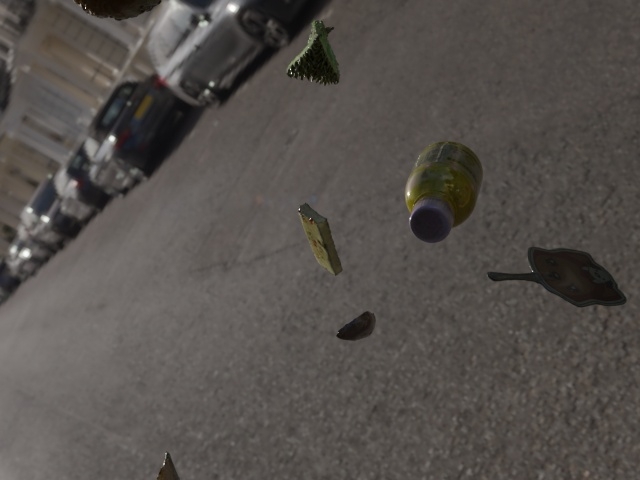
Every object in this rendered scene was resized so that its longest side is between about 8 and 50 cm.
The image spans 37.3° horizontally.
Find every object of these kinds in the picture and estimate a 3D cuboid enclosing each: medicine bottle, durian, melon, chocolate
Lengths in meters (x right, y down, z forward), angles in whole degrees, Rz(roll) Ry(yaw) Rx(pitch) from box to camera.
[{"bbox_3d":[0.200,-0.074,1.580,0.122,0.122,0.212,-50,6,32],"label":"medicine bottle"},{"bbox_3d":[-0.001,-0.303,1.532,0.215,0.086,0.100,-78,5,-74],"label":"durian"},{"bbox_3d":[-0.233,0.388,1.405,0.054,0.098,0.182,-14,10,5],"label":"melon"},{"bbox_3d":[0.063,0.144,1.527,0.064,0.031,0.100,-36,-12,4],"label":"chocolate"}]

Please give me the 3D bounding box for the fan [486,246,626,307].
[{"bbox_3d":[0.318,0.050,1.305,0.132,0.220,0.009,59,139,45],"label":"fan"}]

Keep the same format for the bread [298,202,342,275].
[{"bbox_3d":[0.000,0.000,1.788,0.028,0.154,0.068,-38,49,-17],"label":"bread"}]

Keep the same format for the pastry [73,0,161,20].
[{"bbox_3d":[-0.269,-0.357,1.223,0.153,0.153,0.081,-50,22,30],"label":"pastry"}]
